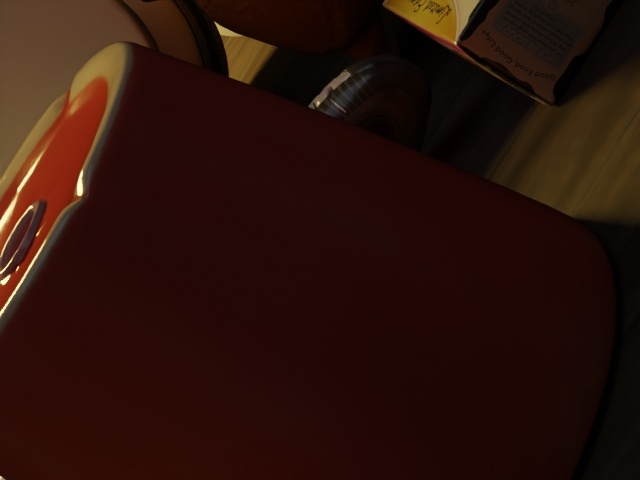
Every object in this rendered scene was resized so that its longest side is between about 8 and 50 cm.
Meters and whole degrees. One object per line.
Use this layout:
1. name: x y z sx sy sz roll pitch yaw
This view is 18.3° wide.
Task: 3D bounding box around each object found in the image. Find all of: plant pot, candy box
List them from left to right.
1. plant pot: -0.040 0.049 0.933 0.275 0.243 0.275 -51 20 27
2. candy box: 0.141 -0.203 1.118 0.233 0.071 0.159 -59 19 5

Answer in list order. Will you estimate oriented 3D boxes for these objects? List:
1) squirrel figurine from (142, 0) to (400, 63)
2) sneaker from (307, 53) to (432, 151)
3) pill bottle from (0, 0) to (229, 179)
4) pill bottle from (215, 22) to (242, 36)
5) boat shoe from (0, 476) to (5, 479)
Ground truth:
1. squirrel figurine: 0.014 -0.287 1.383 0.397 0.281 0.370 133 152 -74
2. sneaker: 0.000 0.000 1.178 0.234 0.078 0.106 -56 21 24
3. pill bottle: -0.184 -0.114 1.479 0.210 0.210 0.363 -58 2 6
4. pill bottle: -0.061 -0.311 1.711 0.136 0.136 0.245 -20 42 63
5. boat shoe: -0.113 0.092 1.173 0.108 0.102 0.301 45 -120 -65
